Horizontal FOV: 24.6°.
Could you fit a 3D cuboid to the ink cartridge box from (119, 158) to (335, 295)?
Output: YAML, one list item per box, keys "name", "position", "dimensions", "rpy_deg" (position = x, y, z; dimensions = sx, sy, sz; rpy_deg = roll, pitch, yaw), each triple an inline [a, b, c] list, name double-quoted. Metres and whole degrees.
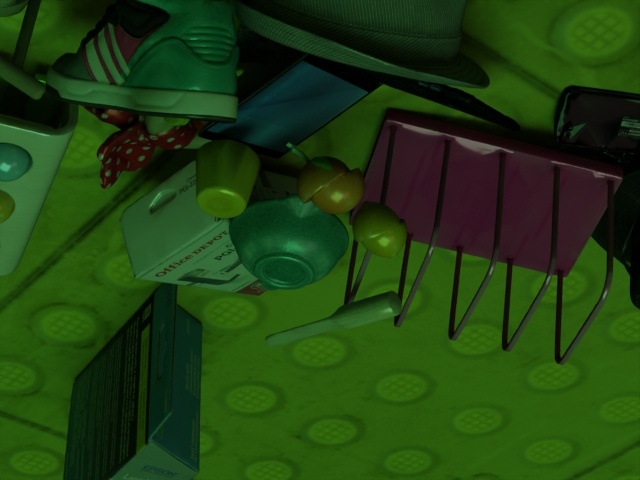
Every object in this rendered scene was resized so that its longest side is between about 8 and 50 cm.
- name: "ink cartridge box"
  position: [-0.106, -0.013, 1.760]
  dimensions: [0.158, 0.092, 0.217]
  rpy_deg: [-32, 151, 33]

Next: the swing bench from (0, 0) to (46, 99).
- name: "swing bench"
  position: [-0.326, -0.307, 1.371]
  dimensions: [0.254, 0.165, 0.253]
  rpy_deg: [21, 137, -19]

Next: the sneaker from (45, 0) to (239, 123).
- name: "sneaker"
  position: [-0.174, -0.213, 1.422]
  dimensions: [0.123, 0.179, 0.295]
  rpy_deg: [2, -173, -39]

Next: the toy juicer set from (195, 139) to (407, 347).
- name: "toy juicer set"
  position: [0.000, 0.000, 1.620]
  dimensions: [0.209, 0.090, 0.329]
  rpy_deg: [-4, 142, 14]

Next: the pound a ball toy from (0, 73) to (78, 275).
- name: "pound a ball toy"
  position: [-0.420, -0.071, 1.685]
  dimensions: [0.208, 0.136, 0.319]
  rpy_deg: [13, 139, -19]

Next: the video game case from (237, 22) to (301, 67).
- name: "video game case"
  position: [-0.104, -0.212, 1.617]
  dimensions: [0.166, 0.015, 0.119]
  rpy_deg: [-2, 142, -1]

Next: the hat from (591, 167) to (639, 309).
- name: "hat"
  position: [0.464, 0.035, 1.787]
  dimensions: [0.331, 0.134, 0.331]
  rpy_deg: [16, 154, 8]

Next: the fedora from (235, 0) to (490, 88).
- name: "fedora"
  position: [0.052, -0.252, 1.450]
  dimensions: [0.275, 0.244, 0.124]
  rpy_deg: [12, 111, -10]

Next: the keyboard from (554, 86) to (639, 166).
- name: "keyboard"
  position: [0.365, -0.132, 1.743]
  dimensions: [0.192, 0.038, 0.100]
  rpy_deg: [8, 118, -11]

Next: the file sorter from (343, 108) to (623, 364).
- name: "file sorter"
  position: [0.186, 0.008, 1.744]
  dimensions: [0.290, 0.182, 0.202]
  rpy_deg: [13, 141, -4]

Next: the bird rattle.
- name: "bird rattle"
  position: [-0.133, -0.137, 1.606]
  dimensions: [0.206, 0.143, 0.253]
  rpy_deg: [1, 149, -32]

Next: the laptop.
- name: "laptop"
  position: [0.047, -0.119, 1.560]
  dimensions: [0.264, 0.137, 0.234]
  rpy_deg: [22, -175, 19]

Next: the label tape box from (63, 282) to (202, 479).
- name: "label tape box"
  position: [-0.231, 0.226, 1.988]
  dimensions: [0.105, 0.241, 0.333]
  rpy_deg: [20, 137, -26]
